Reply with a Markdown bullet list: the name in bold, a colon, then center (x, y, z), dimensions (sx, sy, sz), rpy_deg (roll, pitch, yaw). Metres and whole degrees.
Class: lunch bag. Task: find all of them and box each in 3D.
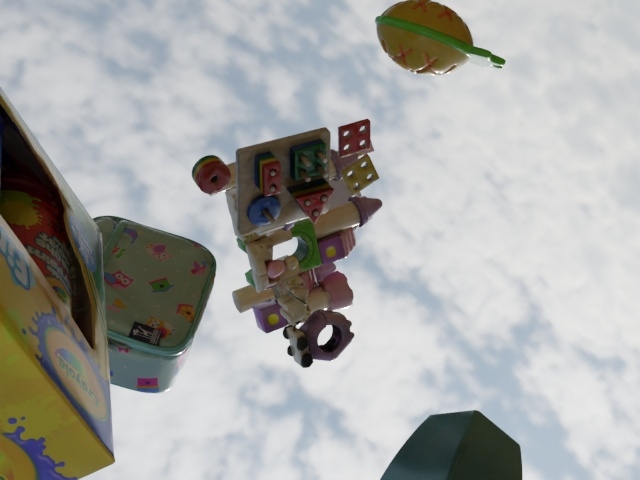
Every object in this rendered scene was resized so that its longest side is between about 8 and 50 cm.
- **lunch bag**: center (-0.279, 0.086, 1.918), dimensions (0.224, 0.108, 0.279), rpy_deg (21, -146, -3)

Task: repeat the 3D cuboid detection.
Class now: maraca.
- **maraca**: center (0.161, -0.268, 1.808), dimensions (0.185, 0.099, 0.127), rpy_deg (20, -175, 3)

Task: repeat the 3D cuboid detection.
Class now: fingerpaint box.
- **fingerpaint box**: center (-0.363, -0.028, 1.222), dimensions (0.371, 0.163, 0.445), rpy_deg (-105, -11, -54)

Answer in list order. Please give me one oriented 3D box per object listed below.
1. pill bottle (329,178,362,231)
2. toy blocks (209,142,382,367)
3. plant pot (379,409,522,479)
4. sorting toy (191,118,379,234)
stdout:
- **pill bottle**: center (0.010, -0.059, 2.419), dimensions (0.136, 0.136, 0.245), rpy_deg (41, -178, 1)
- **toy blocks**: center (0.000, 0.000, 2.164), dimensions (0.260, 0.289, 0.309), rpy_deg (-20, -157, -19)
- **plant pot**: center (0.186, 0.371, 1.910), dimensions (0.165, 0.165, 0.234), rpy_deg (41, -123, -25)
- **sorting toy**: center (-0.033, -0.072, 1.766), dimensions (0.274, 0.132, 0.046), rpy_deg (-16, -140, -22)
